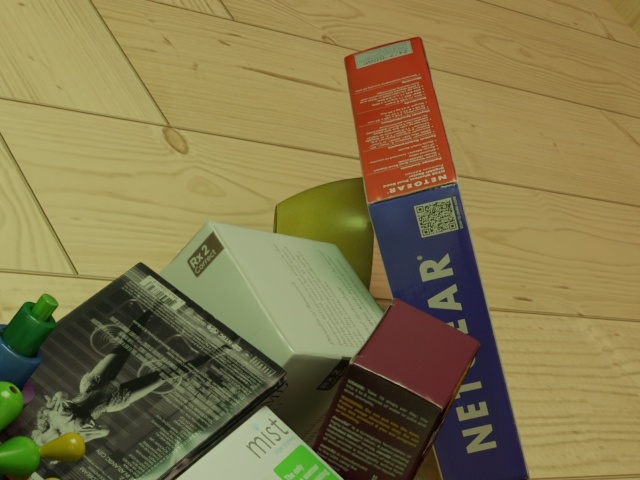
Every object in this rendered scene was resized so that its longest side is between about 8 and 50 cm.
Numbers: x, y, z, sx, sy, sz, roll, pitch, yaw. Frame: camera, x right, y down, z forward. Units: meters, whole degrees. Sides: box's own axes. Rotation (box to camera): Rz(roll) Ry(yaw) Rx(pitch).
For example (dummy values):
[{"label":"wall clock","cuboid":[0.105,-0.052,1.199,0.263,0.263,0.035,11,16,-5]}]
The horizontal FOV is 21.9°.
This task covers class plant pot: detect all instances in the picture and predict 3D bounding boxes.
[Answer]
[{"label":"plant pot","cuboid":[0.000,0.000,1.685,0.095,0.134,0.134,2,34,-5]}]

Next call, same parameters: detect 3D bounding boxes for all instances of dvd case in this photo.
[{"label":"dvd case","cuboid":[-0.158,0.120,1.250,0.164,0.018,0.221,35,53,24]}]

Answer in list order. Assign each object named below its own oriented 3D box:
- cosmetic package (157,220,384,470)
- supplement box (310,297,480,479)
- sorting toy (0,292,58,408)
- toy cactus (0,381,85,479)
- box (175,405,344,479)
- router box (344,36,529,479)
[{"label":"cosmetic package","cuboid":[-0.048,0.094,1.411,0.183,0.151,0.151,9,39,-52]},{"label":"supplement box","cuboid":[0.046,0.155,1.306,0.081,0.188,0.104,27,34,9]},{"label":"sorting toy","cuboid":[-0.330,-0.024,1.192,0.365,0.126,0.127,40,15,4]},{"label":"toy cactus","cuboid":[-0.258,0.169,1.096,0.219,0.112,0.180,35,60,-14]},{"label":"box","cuboid":[-0.047,0.276,1.178,0.231,0.127,0.262,44,28,7]},{"label":"router box","cuboid":[0.108,0.021,1.578,0.301,0.082,0.335,-96,171,-59]}]
